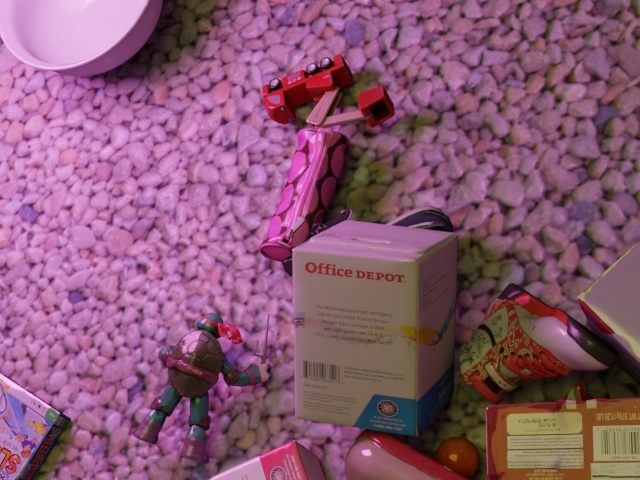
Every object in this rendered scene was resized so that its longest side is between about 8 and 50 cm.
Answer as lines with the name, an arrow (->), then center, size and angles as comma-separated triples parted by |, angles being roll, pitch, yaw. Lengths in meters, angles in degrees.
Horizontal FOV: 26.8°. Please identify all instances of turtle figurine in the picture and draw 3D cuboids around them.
turtle figurine -> -0.173, 0.188, 1.912 | 0.175, 0.118, 0.234 | 19, 82, 28

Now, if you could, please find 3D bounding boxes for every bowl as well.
bowl -> -0.372, -0.384, 2.223 | 0.298, 0.134, 0.297 | -9, 65, 20

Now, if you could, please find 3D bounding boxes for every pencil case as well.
pencil case -> -0.020, -0.068, 1.961 | 0.095, 0.098, 0.209 | 12, 73, 13

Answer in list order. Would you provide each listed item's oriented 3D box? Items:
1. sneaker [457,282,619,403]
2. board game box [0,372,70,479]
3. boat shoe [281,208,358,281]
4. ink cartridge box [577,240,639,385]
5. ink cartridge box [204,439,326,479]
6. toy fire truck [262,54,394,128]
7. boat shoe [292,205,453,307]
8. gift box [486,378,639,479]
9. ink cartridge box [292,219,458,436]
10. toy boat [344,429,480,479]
sneaker -> 0.266, 0.153, 1.695 | 0.145, 0.090, 0.270 | -53, 21, 0
board game box -> -0.492, 0.279, 2.044 | 0.201, 0.035, 0.136 | 26, 80, 29
boat shoe -> 0.000, 0.000, 1.886 | 0.142, 0.040, 0.049 | -49, 18, -26
ink cartridge box -> 0.417, 0.103, 1.663 | 0.127, 0.176, 0.128 | -42, 60, -2
ink cartridge box -> -0.097, 0.398, 1.791 | 0.237, 0.100, 0.172 | -26, 61, 9
toy fire truck -> 0.008, -0.209, 2.025 | 0.192, 0.047, 0.135 | -21, 49, 13
boat shoe -> 0.073, 0.042, 1.874 | 0.255, 0.079, 0.095 | -27, 103, 4
gift box -> 0.342, 0.289, 1.563 | 0.255, 0.258, 0.276 | 0, 75, 23
ink cartridge box -> 0.074, 0.107, 1.746 | 0.171, 0.168, 0.232 | 6, 106, 22
toy boat -> 0.147, 0.310, 1.725 | 0.231, 0.151, 0.151 | 26, 50, 29
